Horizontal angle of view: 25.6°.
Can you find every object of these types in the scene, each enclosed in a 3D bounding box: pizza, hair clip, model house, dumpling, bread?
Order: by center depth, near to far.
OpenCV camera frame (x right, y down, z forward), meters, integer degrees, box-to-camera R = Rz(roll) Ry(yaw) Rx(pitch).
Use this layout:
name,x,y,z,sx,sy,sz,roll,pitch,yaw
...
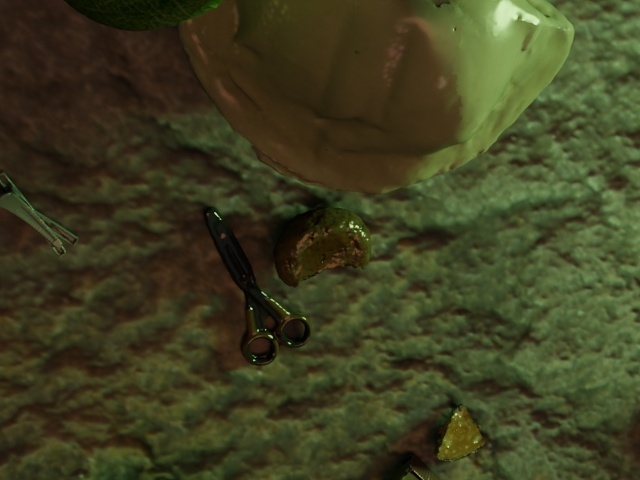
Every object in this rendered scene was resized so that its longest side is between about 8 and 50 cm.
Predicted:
name,x,y,z,sx,sy,sz,roll,pitch,yaw
dumpling,0.030,-0.191,1.385,0.395,0.233,0.315,25,112,-12
hair clip,-0.304,-0.022,1.481,0.030,0.039,0.115,-39,124,12
bread,0.000,0.000,1.570,0.113,0.060,0.082,-11,121,-13
pizza,0.173,0.239,1.775,0.083,0.025,0.078,-7,106,-33
model house,0.125,0.318,1.792,0.083,0.057,0.058,42,74,-12

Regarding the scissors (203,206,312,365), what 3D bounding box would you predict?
name,x,y,z,sx,sy,sz,roll,pitch,yaw
scissors,-0.082,0.050,1.599,0.088,0.017,0.220,-26,121,-1

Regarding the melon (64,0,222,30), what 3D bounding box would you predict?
name,x,y,z,sx,sy,sz,roll,pitch,yaw
melon,-0.175,-0.274,1.230,0.124,0.323,0.196,-38,127,-18
